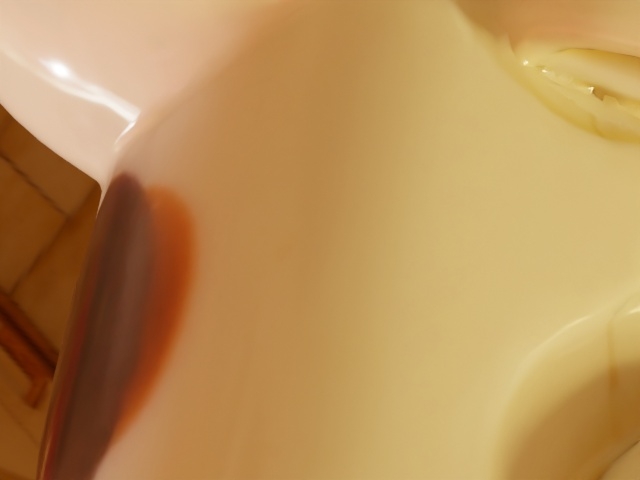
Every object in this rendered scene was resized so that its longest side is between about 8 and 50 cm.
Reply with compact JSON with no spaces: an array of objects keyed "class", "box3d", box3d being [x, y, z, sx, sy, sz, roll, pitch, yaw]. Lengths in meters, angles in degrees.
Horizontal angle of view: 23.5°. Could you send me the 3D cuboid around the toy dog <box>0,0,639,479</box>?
[{"class":"toy dog","box3d":[0.000,0.000,0.496,0.395,0.284,0.408,-12,77,-21]}]
